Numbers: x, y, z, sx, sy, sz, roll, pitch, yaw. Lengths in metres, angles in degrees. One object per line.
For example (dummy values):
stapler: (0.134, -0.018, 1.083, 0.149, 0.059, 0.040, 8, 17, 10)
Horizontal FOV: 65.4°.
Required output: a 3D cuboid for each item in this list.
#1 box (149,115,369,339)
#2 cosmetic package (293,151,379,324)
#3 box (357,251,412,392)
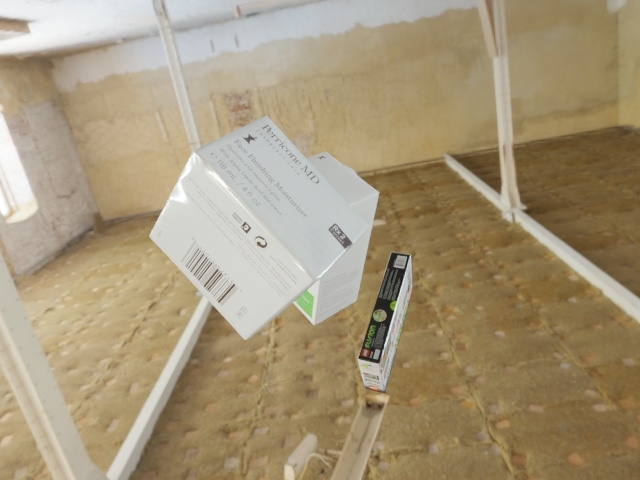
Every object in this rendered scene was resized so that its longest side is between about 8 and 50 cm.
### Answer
box: (-0.077, -0.010, 0.586, 0.119, 0.181, 0.182, -43, 179, -44)
cosmetic package: (0.000, 0.000, 1.208, 0.155, 0.366, 0.197, -26, -130, -30)
box: (0.113, 0.135, 0.836, 0.036, 0.114, 0.207, 9, -127, 19)
